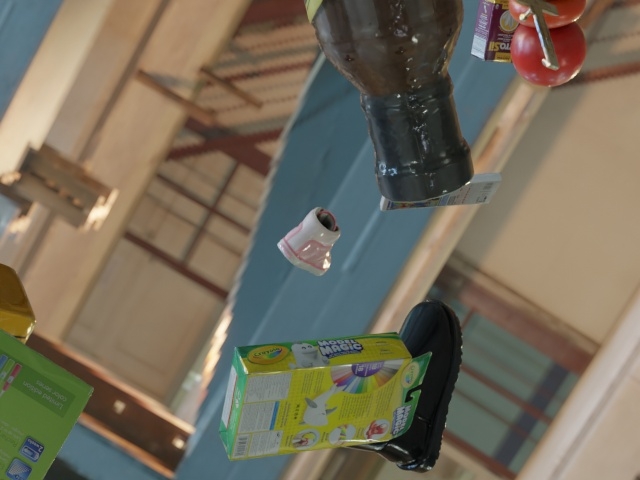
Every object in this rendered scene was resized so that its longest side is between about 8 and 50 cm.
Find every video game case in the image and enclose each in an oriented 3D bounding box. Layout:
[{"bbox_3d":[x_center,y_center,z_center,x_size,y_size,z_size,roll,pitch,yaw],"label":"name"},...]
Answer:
[{"bbox_3d":[0.128,-0.052,1.525,0.122,0.011,0.087,-4,166,-4],"label":"video game case"}]

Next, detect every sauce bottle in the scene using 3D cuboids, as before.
[{"bbox_3d":[0.035,-0.194,0.961,0.111,0.344,0.111,-13,-161,4],"label":"sauce bottle"}]

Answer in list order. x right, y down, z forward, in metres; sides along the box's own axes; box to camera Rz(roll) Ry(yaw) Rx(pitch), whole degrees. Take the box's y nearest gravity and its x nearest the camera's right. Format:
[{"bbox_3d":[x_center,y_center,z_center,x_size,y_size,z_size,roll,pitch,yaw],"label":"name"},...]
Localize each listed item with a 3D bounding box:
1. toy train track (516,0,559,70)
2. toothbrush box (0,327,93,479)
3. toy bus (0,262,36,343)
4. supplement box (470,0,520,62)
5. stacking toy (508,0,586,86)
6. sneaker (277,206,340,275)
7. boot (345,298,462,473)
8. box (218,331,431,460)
[{"bbox_3d":[0.162,-0.162,1.066,0.048,0.014,0.083,12,-126,-36],"label":"toy train track"},{"bbox_3d":[-0.340,0.189,1.093,0.206,0.122,0.283,33,-128,-9],"label":"toothbrush box"},{"bbox_3d":[-0.552,0.082,1.896,0.332,0.130,0.108,9,-141,-41],"label":"toy bus"},{"bbox_3d":[0.231,-0.273,1.816,0.055,0.083,0.043,1,-161,-20],"label":"supplement box"},{"bbox_3d":[0.260,-0.330,1.611,0.141,0.330,0.141,-7,-146,4],"label":"stacking toy"},{"bbox_3d":[0.000,0.000,1.679,0.051,0.070,0.134,48,-172,15],"label":"sneaker"},{"bbox_3d":[0.080,0.164,1.831,0.094,0.246,0.207,-9,152,44],"label":"boot"},{"bbox_3d":[0.006,0.135,1.252,0.179,0.105,0.043,-2,-143,-22],"label":"box"}]
